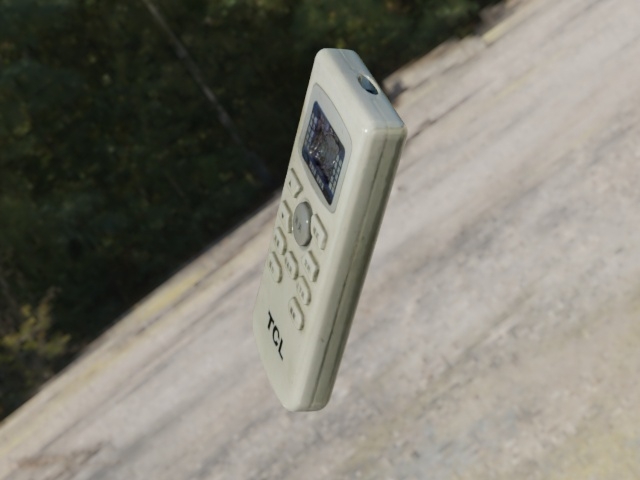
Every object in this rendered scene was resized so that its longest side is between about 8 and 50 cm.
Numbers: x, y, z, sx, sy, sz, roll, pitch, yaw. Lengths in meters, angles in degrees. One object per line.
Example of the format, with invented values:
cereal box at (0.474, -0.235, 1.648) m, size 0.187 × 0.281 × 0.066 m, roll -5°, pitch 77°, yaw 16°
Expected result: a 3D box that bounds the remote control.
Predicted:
remote control at (0.000, 0.000, 0.734) m, size 0.087 × 0.029 × 0.190 m, roll -116°, pitch 34°, yaw -50°
